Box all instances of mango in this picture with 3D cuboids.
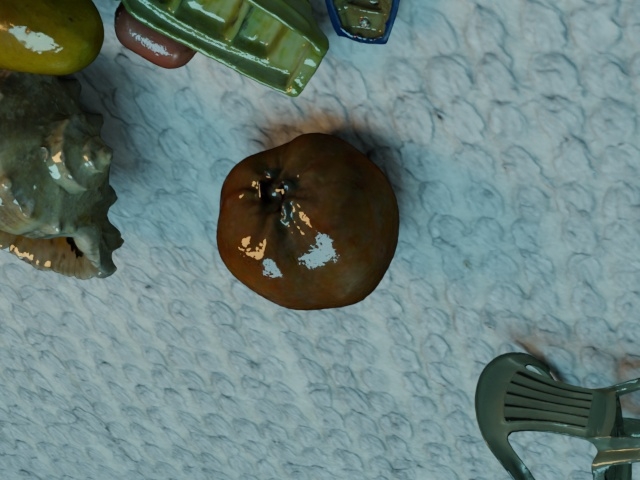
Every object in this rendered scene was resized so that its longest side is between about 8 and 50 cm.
[{"bbox_3d":[-0.330,-0.237,1.408,0.262,0.167,0.130,19,101,15],"label":"mango"}]

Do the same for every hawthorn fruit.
[{"bbox_3d":[0.000,0.000,1.554,0.199,0.199,0.251,1,151,28],"label":"hawthorn fruit"}]

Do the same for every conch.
[{"bbox_3d":[-0.342,-0.088,1.611,0.352,0.210,0.297,17,152,45],"label":"conch"}]

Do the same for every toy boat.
[{"bbox_3d":[0.038,-0.272,1.275,0.080,0.046,0.229,13,144,14],"label":"toy boat"},{"bbox_3d":[-0.120,-0.245,1.371,0.276,0.084,0.111,25,143,-10],"label":"toy boat"}]

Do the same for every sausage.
[{"bbox_3d":[-0.171,-0.217,1.452,0.094,0.059,0.054,28,128,-2],"label":"sausage"}]

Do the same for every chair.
[{"bbox_3d":[0.341,0.232,1.668,0.275,0.203,0.190,-6,126,22],"label":"chair"}]
